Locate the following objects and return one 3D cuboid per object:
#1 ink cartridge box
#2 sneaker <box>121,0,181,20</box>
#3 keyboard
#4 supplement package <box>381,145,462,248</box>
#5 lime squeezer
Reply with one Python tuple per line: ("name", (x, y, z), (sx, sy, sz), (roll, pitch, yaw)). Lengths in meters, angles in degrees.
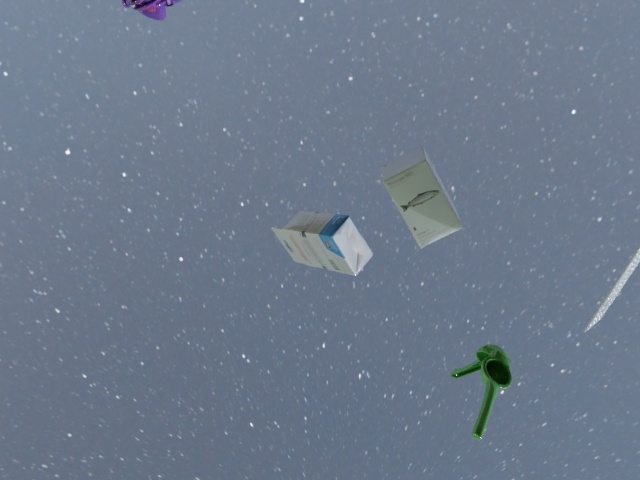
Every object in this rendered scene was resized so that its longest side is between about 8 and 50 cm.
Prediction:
("ink cartridge box", (0.000, 0.000, 0.566), (0.083, 0.048, 0.028), (10, -129, 48))
("sneaker", (-0.119, -0.185, 0.430), (0.068, 0.071, 0.170), (3, -161, 8))
("keyboard", (0.591, 0.085, 1.263), (0.014, 0.256, 0.072), (37, -132, 26))
("supplement package", (0.218, -0.094, 1.386), (0.105, 0.179, 0.105), (-27, -160, 16))
("lime squeezer", (0.266, 0.224, 1.055), (0.109, 0.310, 0.059), (-35, -89, 8))
